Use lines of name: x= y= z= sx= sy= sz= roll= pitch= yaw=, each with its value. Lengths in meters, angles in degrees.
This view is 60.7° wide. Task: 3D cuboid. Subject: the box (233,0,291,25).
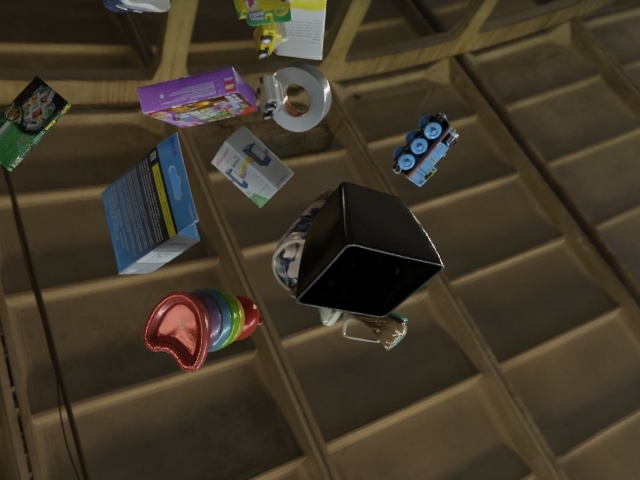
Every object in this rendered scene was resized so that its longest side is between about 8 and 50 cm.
box: x=-0.125 y=-0.507 z=1.063 sx=0.105 sy=0.043 sz=0.179 roll=-18 pitch=-85 yaw=-28

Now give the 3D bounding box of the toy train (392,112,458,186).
toy train: x=0.263 y=-0.228 z=1.363 sx=0.105 sy=0.184 sz=0.080 roll=30 pitch=-157 yaw=-23

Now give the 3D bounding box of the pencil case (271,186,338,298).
pencil case: x=0.000 y=0.000 z=1.526 sx=0.160 sy=0.183 sz=0.410 roll=0 pitch=-155 yaw=18

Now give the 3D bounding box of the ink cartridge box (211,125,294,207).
ink cartridge box: x=-0.211 y=-0.223 z=1.669 sx=0.212 sy=0.154 sz=0.093 roll=45 pitch=-122 yaw=-8

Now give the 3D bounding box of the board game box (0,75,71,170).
board game box: x=-0.862 y=-0.341 z=1.589 sx=0.136 sy=0.030 sz=0.259 roll=40 pitch=-95 yaw=5

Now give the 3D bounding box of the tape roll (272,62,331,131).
tape roll: x=-0.076 y=-0.483 z=1.848 sx=0.219 sy=0.219 sz=0.072 roll=33 pitch=-145 yaw=1

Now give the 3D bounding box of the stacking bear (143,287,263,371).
stacking bear: x=-0.256 y=0.197 z=1.341 sx=0.175 sy=0.164 sz=0.289 roll=22 pitch=-173 yaw=25

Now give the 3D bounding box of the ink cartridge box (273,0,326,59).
ink cartridge box: x=-0.077 y=-0.812 z=1.796 sx=0.161 sy=0.384 sz=0.279 roll=-1 pitch=-156 yaw=-12

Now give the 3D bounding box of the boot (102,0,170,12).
boot: x=-0.515 y=-0.673 z=1.535 sx=0.190 sy=0.086 sz=0.069 roll=-25 pitch=-74 yaw=-61

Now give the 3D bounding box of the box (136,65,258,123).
box: x=-0.262 y=-0.315 z=1.233 sx=0.201 sy=0.293 sz=0.057 roll=-11 pitch=-84 yaw=3

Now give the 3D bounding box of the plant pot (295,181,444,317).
plant pot: x=0.070 y=0.009 z=0.957 sx=0.188 sy=0.187 sz=0.166 roll=12 pitch=-130 yaw=-26

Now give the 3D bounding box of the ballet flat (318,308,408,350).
ballet flat: x=0.079 y=0.203 z=1.522 sx=0.342 sy=0.116 sz=0.124 roll=26 pitch=-92 yaw=28

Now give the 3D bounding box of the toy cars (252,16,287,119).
toy cars: x=-0.141 y=-0.516 z=1.615 sx=0.087 sy=0.393 sz=0.176 roll=-11 pitch=-133 yaw=-12

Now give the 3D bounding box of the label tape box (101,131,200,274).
label tape box: x=-0.419 y=-0.087 z=1.437 sx=0.115 sy=0.348 sz=0.249 roll=4 pitch=-116 yaw=-54
